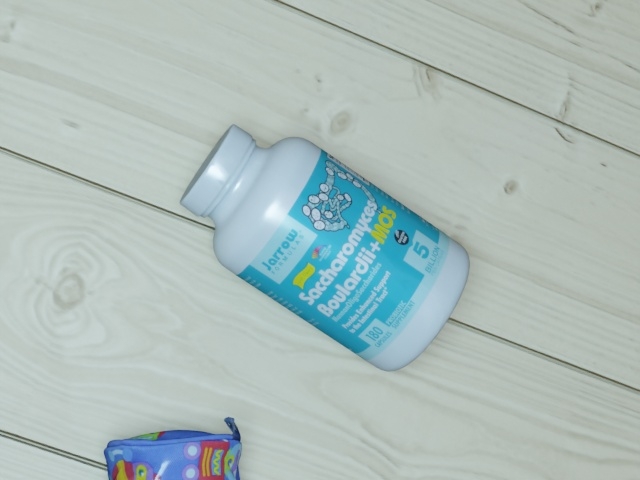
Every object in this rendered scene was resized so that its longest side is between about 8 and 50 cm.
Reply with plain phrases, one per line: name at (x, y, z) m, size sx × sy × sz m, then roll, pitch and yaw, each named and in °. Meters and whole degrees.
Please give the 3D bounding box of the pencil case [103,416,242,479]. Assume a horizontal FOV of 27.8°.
pencil case at (-0.119, 0.315, 1.141) m, size 0.133 × 0.119 × 0.306 m, roll 13°, pitch 69°, yaw -61°

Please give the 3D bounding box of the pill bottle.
pill bottle at (0.000, 0.000, 1.232) m, size 0.264 × 0.146 × 0.146 m, roll 33°, pitch 73°, yaw -9°
